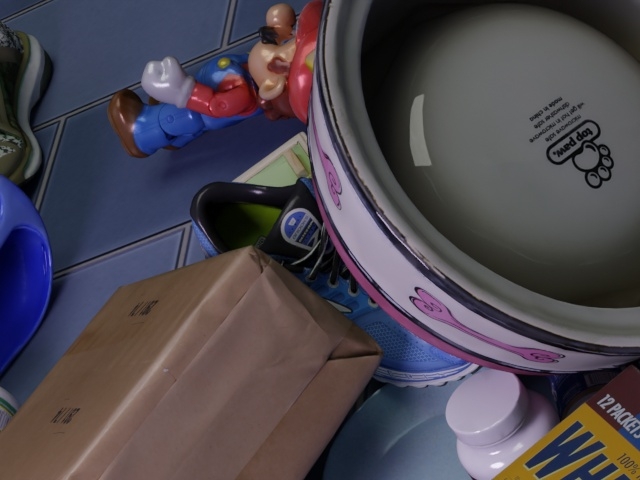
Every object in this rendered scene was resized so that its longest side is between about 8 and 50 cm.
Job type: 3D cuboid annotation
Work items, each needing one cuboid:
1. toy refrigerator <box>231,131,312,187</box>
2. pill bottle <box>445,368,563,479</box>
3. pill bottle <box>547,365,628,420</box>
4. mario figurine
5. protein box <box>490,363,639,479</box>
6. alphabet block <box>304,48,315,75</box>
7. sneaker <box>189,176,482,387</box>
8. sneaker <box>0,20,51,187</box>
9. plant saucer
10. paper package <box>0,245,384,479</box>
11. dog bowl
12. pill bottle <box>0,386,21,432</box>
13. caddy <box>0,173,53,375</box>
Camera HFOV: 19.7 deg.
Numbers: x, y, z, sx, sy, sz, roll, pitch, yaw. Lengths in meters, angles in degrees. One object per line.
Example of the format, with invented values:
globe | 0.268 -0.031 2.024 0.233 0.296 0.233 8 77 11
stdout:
toy refrigerator | 0.000 0.000 1.845 0.102 0.094 0.269 -35 33 2
pill bottle | 0.160 0.172 1.443 0.086 0.152 0.086 -24 35 18
pill bottle | 0.224 0.116 1.530 0.067 0.067 0.120 -28 35 13
mario figurine | -0.088 -0.202 2.103 0.320 0.170 0.198 -15 37 31
protein box | 0.213 0.239 1.272 0.201 0.200 0.136 -39 34 -4
alphabet block | 0.135 -0.144 1.815 0.197 0.192 0.193 -38 32 -4
sneaker | 0.015 0.029 1.631 0.330 0.147 0.130 17 71 28
sneaker | -0.468 -0.183 2.401 0.158 0.182 0.410 -26 35 14
plant saucer | 0.094 0.188 1.586 0.195 0.037 0.195 -24 36 19
paper package | -0.145 0.176 1.610 0.309 0.168 0.325 -52 15 -25
dog bowl | 0.172 -0.077 1.415 0.408 0.408 0.150 -60 3 -31
pill bottle | -0.377 0.249 1.860 0.117 0.117 0.208 -18 38 25
caddy | -0.448 0.070 2.032 0.179 0.241 0.341 4 51 50
